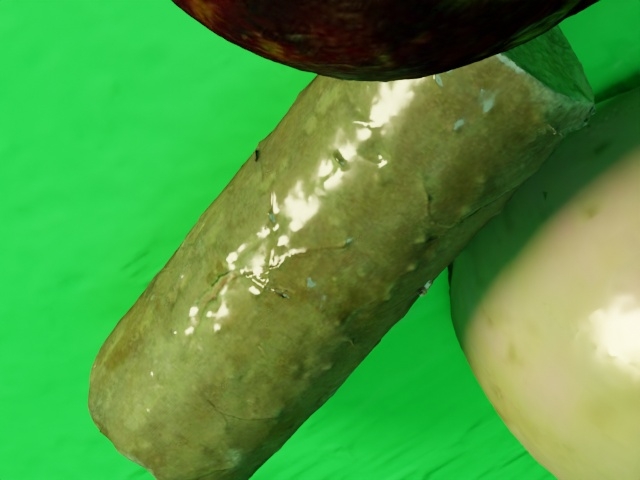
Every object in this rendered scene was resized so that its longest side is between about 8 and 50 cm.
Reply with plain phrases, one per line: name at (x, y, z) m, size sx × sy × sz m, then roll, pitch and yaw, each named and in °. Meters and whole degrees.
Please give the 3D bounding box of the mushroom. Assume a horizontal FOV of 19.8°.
mushroom at (0.144, 0.069, 0.751) m, size 0.162 × 0.173 × 0.236 m, roll -13°, pitch 131°, yaw 4°

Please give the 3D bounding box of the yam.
yam at (0.000, 0.000, 0.722) m, size 0.093 × 0.093 × 0.259 m, roll 24°, pitch 123°, yaw -27°

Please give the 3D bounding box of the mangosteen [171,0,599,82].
mangosteen at (-0.004, -0.179, 0.517) m, size 0.289 × 0.231 × 0.231 m, roll 34°, pitch 126°, yaw 13°
